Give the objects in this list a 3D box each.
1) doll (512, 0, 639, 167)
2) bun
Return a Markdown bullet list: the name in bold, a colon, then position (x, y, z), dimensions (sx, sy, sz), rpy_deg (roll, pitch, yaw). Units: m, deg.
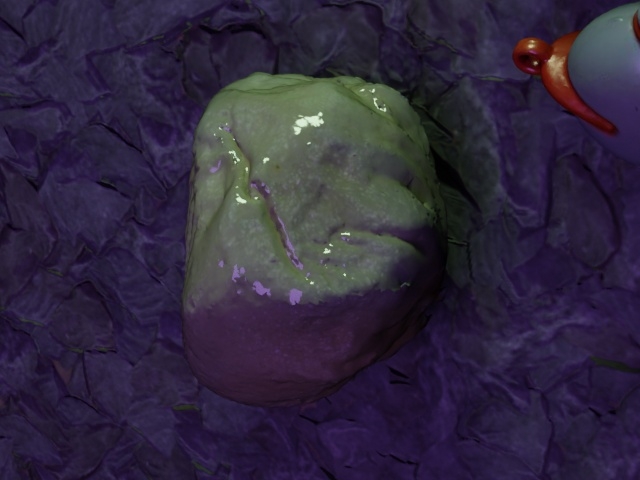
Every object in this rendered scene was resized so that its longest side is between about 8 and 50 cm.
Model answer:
- **doll**: position (0.293, -0.093, 0.974), dimensions (0.336, 0.105, 0.200), rpy_deg (13, 154, 17)
- **bun**: position (-0.001, 0.001, 1.143), dimensions (0.205, 0.281, 0.281), rpy_deg (2, 108, 4)
